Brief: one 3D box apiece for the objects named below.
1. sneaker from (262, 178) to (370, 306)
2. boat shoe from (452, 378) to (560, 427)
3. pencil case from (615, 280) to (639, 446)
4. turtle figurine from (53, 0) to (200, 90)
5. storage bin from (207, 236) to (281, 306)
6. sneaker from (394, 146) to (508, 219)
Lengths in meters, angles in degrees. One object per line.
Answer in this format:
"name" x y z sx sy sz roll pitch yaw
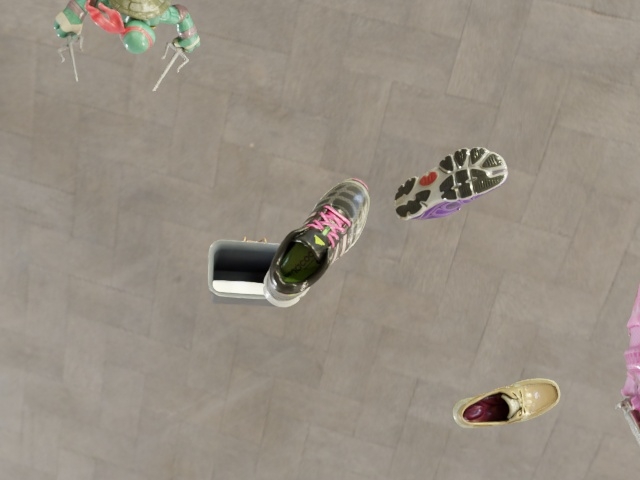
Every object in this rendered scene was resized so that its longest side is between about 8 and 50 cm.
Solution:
"sneaker" 0.000 0.000 0.881 0.063 0.075 0.170 40 81 2
"boat shoe" 0.231 0.203 0.983 0.135 0.045 0.050 -18 82 1
"pencil case" 0.280 0.085 0.505 0.160 0.386 0.167 42 91 26
"turtle figurine" -0.221 -0.288 0.980 0.175 0.234 0.118 14 149 -25
"storage bin" -0.104 0.051 1.175 0.135 0.098 0.091 4 158 -15
"sneaker" 0.175 -0.070 1.053 0.170 0.071 0.068 -20 66 42
